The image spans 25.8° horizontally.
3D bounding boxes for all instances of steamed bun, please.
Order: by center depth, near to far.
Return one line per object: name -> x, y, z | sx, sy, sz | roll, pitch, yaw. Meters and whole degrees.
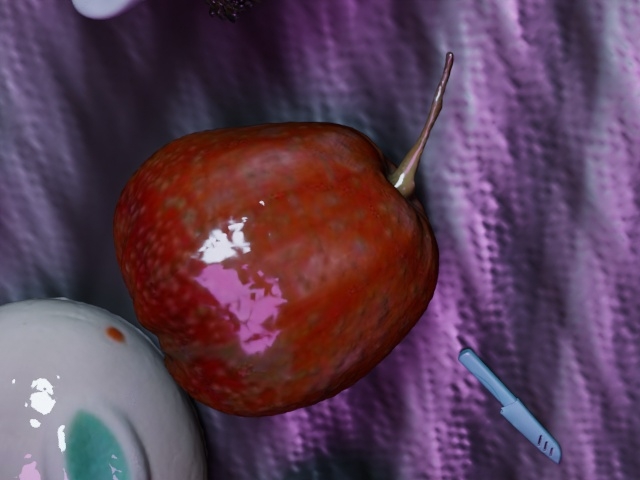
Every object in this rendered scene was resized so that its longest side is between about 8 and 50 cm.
steamed bun -> -0.156, 0.149, 0.813 | 0.177, 0.131, 0.228 | 5, 115, 10

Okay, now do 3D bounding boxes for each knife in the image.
knife -> 0.111, 0.097, 0.811 | 0.014, 0.005, 0.091 | -40, 101, 21

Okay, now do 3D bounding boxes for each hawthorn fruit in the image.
hawthorn fruit -> 0.000, 0.000, 0.727 | 0.203, 0.162, 0.163 | -26, 106, 0

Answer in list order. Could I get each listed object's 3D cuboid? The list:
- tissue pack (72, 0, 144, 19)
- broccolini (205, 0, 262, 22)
tissue pack -> -0.116, -0.254, 0.580 | 0.333, 0.229, 0.236 | 31, 110, -1
broccolini -> -0.121, -0.153, 0.733 | 0.216, 0.058, 0.067 | 4, 72, 16
